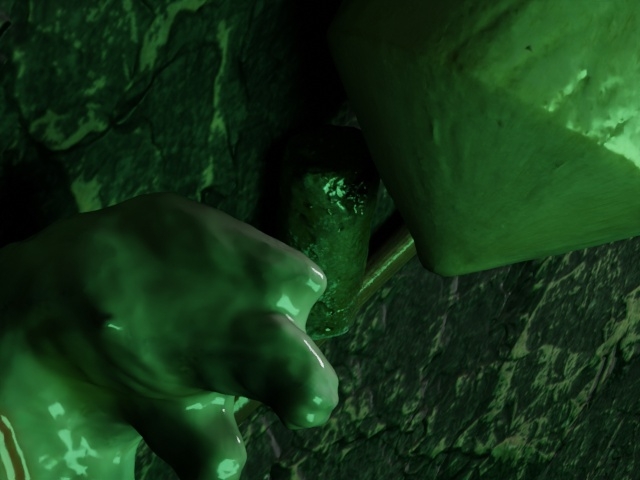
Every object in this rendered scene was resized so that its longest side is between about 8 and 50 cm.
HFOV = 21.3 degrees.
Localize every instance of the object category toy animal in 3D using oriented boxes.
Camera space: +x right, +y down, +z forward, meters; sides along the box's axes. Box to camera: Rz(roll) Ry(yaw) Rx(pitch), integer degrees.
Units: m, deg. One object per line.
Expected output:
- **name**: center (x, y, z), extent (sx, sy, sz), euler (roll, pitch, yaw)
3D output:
- **toy animal**: center (-0.154, 0.095, 0.955), extent (0.188, 0.308, 0.266), euler (18, 81, -41)

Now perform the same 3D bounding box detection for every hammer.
- **hammer**: center (0.013, 0.055, 1.382), extent (0.365, 0.043, 0.111), euler (-43, 151, -21)

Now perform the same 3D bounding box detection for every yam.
- **yam**: center (0.000, 0.000, 1.258), extent (0.078, 0.078, 0.179), euler (-33, 145, -38)

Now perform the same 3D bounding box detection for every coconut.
- **coconut**: center (0.150, -0.121, 1.159), extent (0.329, 0.329, 0.329), euler (-39, 148, -31)
